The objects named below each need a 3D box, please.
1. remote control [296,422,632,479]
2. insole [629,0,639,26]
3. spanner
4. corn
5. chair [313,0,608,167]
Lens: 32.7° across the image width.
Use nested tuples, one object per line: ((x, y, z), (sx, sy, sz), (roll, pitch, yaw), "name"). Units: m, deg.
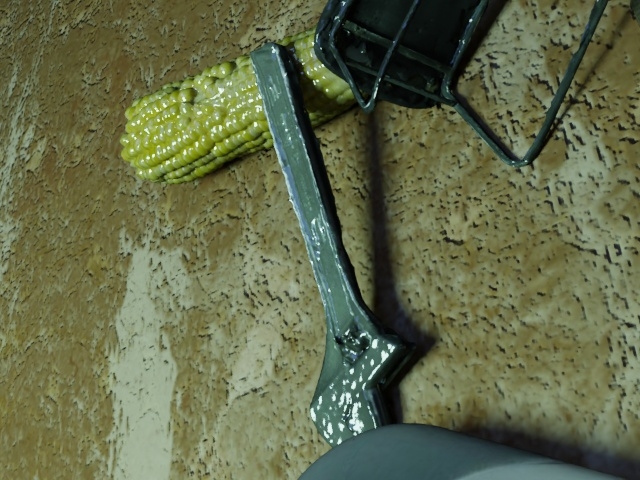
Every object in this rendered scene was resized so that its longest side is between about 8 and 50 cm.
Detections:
((0.079, 0.218, 0.574), (0.332, 0.103, 0.221), (6, 72, 48), "remote control")
((0.223, -0.117, 0.675), (0.045, 0.002, 0.135), (-31, 50, 30), "insole")
((0.000, 0.000, 0.771), (0.093, 0.026, 0.325), (-31, 65, 34), "spanner")
((-0.063, -0.112, 0.895), (0.288, 0.086, 0.087), (-18, 58, 37), "corn")
((0.065, -0.168, 0.761), (0.145, 0.140, 0.221), (-64, 34, 14), "chair")
